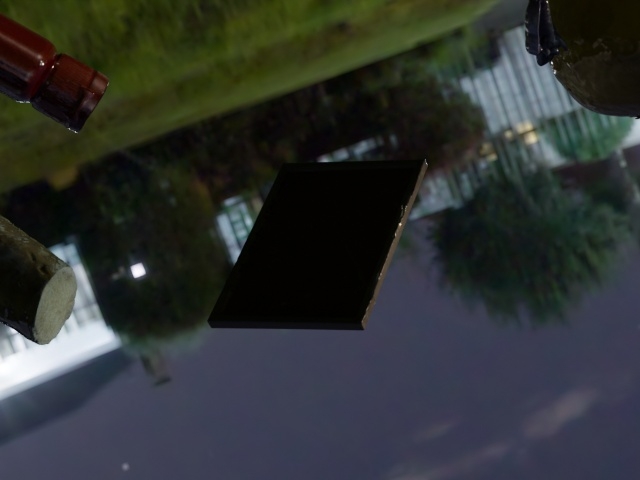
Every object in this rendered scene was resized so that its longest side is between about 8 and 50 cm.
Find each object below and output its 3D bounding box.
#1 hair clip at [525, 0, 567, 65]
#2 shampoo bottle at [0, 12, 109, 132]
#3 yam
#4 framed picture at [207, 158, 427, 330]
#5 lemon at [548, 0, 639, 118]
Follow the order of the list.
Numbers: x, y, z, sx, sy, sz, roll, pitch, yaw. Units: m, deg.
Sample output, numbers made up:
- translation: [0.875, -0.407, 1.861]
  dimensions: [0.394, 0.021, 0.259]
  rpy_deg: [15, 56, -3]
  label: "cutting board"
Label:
- translation: [0.272, -0.292, 1.662]
  dimensions: [0.052, 0.195, 0.124]
  rpy_deg: [-2, -136, 9]
  label: "hair clip"
- translation: [-0.317, -0.185, 1.234]
  dimensions: [0.064, 0.260, 0.102]
  rpy_deg: [-58, -165, 7]
  label: "shampoo bottle"
- translation: [-0.279, 0.016, 1.156]
  dimensions: [0.179, 0.078, 0.078]
  rpy_deg: [30, -145, 25]
  label: "yam"
- translation: [0.000, 0.000, 1.490]
  dimensions: [0.184, 0.016, 0.250]
  rpy_deg: [-1, -135, 26]
  label: "framed picture"
- translation: [0.420, -0.287, 1.838]
  dimensions: [0.253, 0.253, 0.310]
  rpy_deg: [-21, 178, -6]
  label: "lemon"
